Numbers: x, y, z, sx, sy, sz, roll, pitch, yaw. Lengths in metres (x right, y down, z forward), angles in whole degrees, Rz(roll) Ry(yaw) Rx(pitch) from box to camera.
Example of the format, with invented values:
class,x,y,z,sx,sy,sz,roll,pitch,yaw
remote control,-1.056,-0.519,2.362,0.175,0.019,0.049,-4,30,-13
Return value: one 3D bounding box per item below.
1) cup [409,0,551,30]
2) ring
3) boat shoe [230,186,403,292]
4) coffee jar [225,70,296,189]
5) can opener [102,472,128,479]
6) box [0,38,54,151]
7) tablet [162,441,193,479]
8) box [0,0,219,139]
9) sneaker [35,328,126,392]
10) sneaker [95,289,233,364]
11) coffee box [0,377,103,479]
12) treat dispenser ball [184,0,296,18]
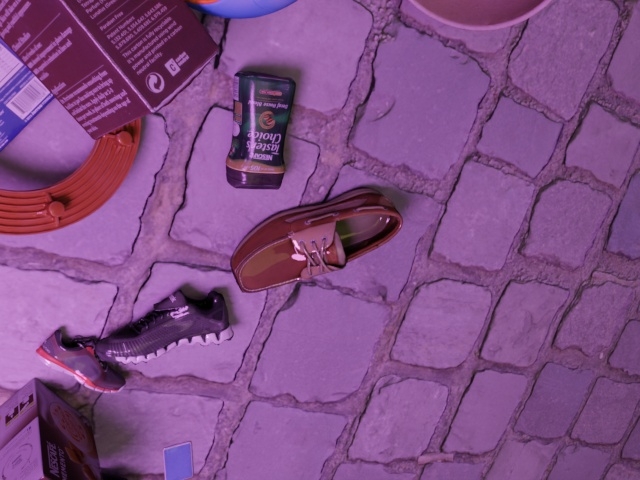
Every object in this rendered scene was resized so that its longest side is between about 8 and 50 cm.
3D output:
class,x,y,z,sx,sy,sz,roll,pitch,yaw
cup,0.273,-0.528,0.926,0.237,0.330,0.331,-49,127,-33
ring,-0.391,-0.174,0.789,0.336,0.032,0.337,-2,93,-40
boat shoe,0.000,0.000,1.074,0.323,0.120,0.123,-27,119,-16
coffee jar,-0.098,-0.173,0.980,0.096,0.079,0.185,-1,110,-27
can opener,-0.419,0.423,1.065,0.186,0.059,0.073,23,125,-23
box,-0.474,-0.231,0.788,0.136,0.036,0.225,-46,124,-5
tablet,-0.273,0.426,1.167,0.054,0.006,0.084,-8,112,-24
box,-0.318,-0.317,0.705,0.381,0.191,0.143,51,57,-27
sneaker,-0.377,0.196,0.994,0.158,0.061,0.065,37,84,-34
sneaker,-0.259,0.136,1.022,0.234,0.078,0.106,-9,110,-28
coffee box,-0.413,0.340,0.918,0.098,0.246,0.141,-41,122,-8
treat dispenser ball,-0.107,-0.427,0.753,0.287,0.288,0.289,-10,113,-24
